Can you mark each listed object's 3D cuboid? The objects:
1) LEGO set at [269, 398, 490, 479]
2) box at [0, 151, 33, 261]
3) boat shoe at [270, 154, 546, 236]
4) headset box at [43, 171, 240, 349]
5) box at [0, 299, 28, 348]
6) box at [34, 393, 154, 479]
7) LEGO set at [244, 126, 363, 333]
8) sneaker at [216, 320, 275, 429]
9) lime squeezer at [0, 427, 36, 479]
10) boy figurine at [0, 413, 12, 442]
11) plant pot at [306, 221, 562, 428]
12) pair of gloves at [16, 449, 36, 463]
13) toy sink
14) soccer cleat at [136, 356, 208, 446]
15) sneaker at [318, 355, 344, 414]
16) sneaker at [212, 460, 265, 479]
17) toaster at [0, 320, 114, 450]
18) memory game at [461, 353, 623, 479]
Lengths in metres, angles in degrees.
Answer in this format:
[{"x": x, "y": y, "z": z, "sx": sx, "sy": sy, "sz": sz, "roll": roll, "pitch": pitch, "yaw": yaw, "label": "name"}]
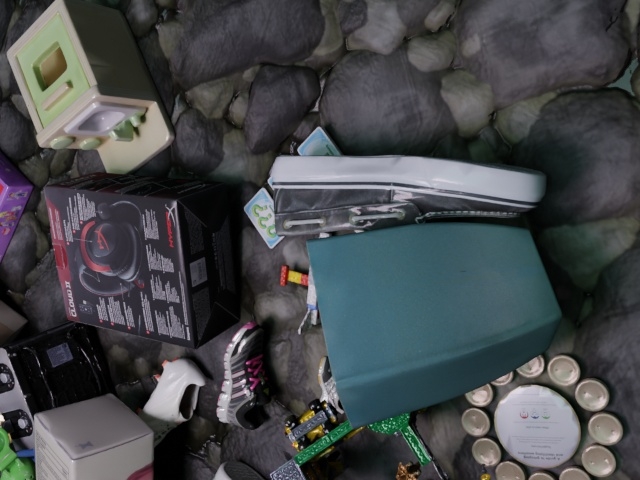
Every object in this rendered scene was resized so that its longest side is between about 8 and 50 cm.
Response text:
[{"x": 0.096, "y": 0.341, "z": 0.840, "sx": 0.255, "sy": 0.192, "sz": 0.331, "roll": -42, "pitch": 67, "yaw": 0, "label": "LEGO set"}, {"x": -0.667, "y": -0.044, "z": 1.287, "sx": 0.201, "sy": 0.057, "sz": 0.293, "roll": 42, "pitch": 113, "yaw": 20, "label": "box"}, {"x": 0.093, "y": -0.039, "z": 0.808, "sx": 0.335, "sy": 0.121, "sz": 0.119, "roll": 4, "pitch": 95, "yaw": 31, "label": "boat shoe"}, {"x": -0.275, "y": 0.019, "z": 1.014, "sx": 0.293, "sy": 0.110, "sz": 0.218, "roll": 6, "pitch": 110, "yaw": 30, "label": "headset box"}, {"x": -0.705, "y": 0.119, "z": 1.215, "sx": 0.311, "sy": 0.121, "sz": 0.148, "roll": 38, "pitch": 114, "yaw": -8, "label": "box"}, {"x": -0.337, "y": 0.373, "z": 1.022, "sx": 0.148, "sy": 0.126, "sz": 0.232, "roll": 21, "pitch": 112, "yaw": 45, "label": "box"}, {"x": 0.000, "y": 0.000, "z": 0.905, "sx": 0.182, "sy": 0.060, "sz": 0.244, "roll": -42, "pitch": 74, "yaw": 30, "label": "LEGO set"}, {"x": -0.097, "y": 0.198, "z": 0.976, "sx": 0.074, "sy": 0.063, "sz": 0.170, "roll": 22, "pitch": 110, "yaw": 27, "label": "sneaker"}, {"x": -0.495, "y": 0.327, "z": 1.058, "sx": 0.310, "sy": 0.059, "sz": 0.110, "roll": 58, "pitch": 160, "yaw": -22, "label": "lime squeezer"}, {"x": -0.600, "y": 0.237, "z": 1.133, "sx": 0.285, "sy": 0.092, "sz": 0.177, "roll": 44, "pitch": 109, "yaw": -9, "label": "boy figurine"}, {"x": 0.123, "y": 0.081, "z": 0.741, "sx": 0.234, "sy": 0.166, "sz": 0.166, "roll": -13, "pitch": 60, "yaw": 2, "label": "plant pot"}, {"x": -0.508, "y": 0.341, "z": 1.252, "sx": 0.159, "sy": 0.023, "sz": 0.198, "roll": -9, "pitch": 89, "yaw": 32, "label": "pair of gloves"}, {"x": -0.354, "y": -0.222, "z": 1.047, "sx": 0.152, "sy": 0.131, "sz": 0.234, "roll": -29, "pitch": 81, "yaw": 30, "label": "toy sink"}, {"x": -0.241, "y": 0.272, "z": 1.066, "sx": 0.076, "sy": 0.068, "sz": 0.196, "roll": 35, "pitch": 108, "yaw": 20, "label": "soccer cleat"}, {"x": 0.018, "y": 0.196, "z": 0.930, "sx": 0.036, "sy": 0.032, "sz": 0.083, "roll": -3, "pitch": 98, "yaw": 17, "label": "sneaker"}, {"x": -0.076, "y": 0.449, "z": 0.966, "sx": 0.256, "sy": 0.094, "sz": 0.151, "roll": 33, "pitch": 104, "yaw": 34, "label": "sneaker"}, {"x": -0.440, "y": 0.228, "z": 1.122, "sx": 0.110, "sy": 0.185, "sz": 0.168, "roll": -20, "pitch": 92, "yaw": 33, "label": "toaster"}, {"x": 0.254, "y": 0.215, "z": 0.800, "sx": 0.186, "sy": 0.012, "sz": 0.186, "roll": 3, "pitch": 96, "yaw": 30, "label": "memory game"}]
